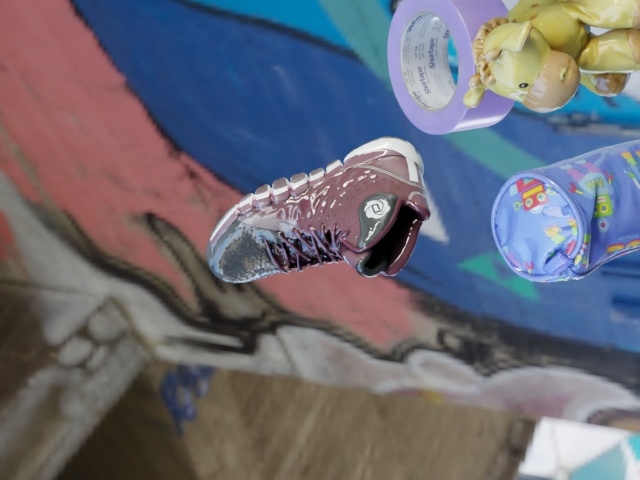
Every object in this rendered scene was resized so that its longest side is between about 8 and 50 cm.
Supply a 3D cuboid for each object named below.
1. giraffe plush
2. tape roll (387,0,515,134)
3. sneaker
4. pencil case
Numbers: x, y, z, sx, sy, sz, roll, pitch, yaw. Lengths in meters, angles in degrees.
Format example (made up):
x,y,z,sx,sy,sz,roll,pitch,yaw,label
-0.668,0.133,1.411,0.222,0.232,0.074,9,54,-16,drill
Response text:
x,y,z,sx,sy,sz,roll,pitch,yaw,label
0.243,-0.212,1.634,0.170,0.210,0.181,-47,-33,-40,giraffe plush
0.171,-0.235,1.950,0.080,0.189,0.189,-10,-74,-31,tape roll
0.000,0.000,1.708,0.106,0.281,0.162,50,-165,-40,sneaker
0.329,-0.037,1.658,0.306,0.119,0.133,-14,-116,-39,pencil case
